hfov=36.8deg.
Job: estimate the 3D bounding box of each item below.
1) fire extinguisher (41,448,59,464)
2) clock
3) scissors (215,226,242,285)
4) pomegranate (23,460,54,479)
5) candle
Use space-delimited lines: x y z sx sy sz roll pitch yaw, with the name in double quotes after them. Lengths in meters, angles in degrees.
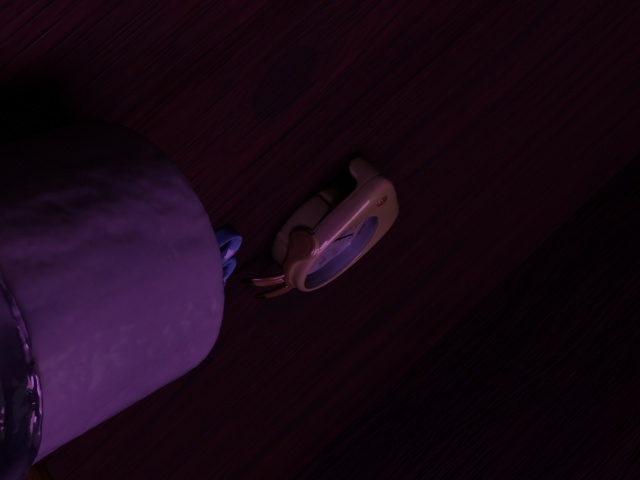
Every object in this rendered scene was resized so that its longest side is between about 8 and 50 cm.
-0.350 0.228 0.943 0.341 0.105 0.141 -49 164 23 "fire extinguisher"
0.000 0.000 1.269 0.232 0.069 0.170 -41 163 -5 "clock"
-0.189 0.080 1.090 0.256 0.030 0.125 -38 163 -27 "scissors"
-0.327 0.279 0.732 0.332 0.332 0.332 -39 162 -15 "pomegranate"
-0.201 0.034 0.660 0.342 0.221 0.221 -30 158 -48 "candle"
